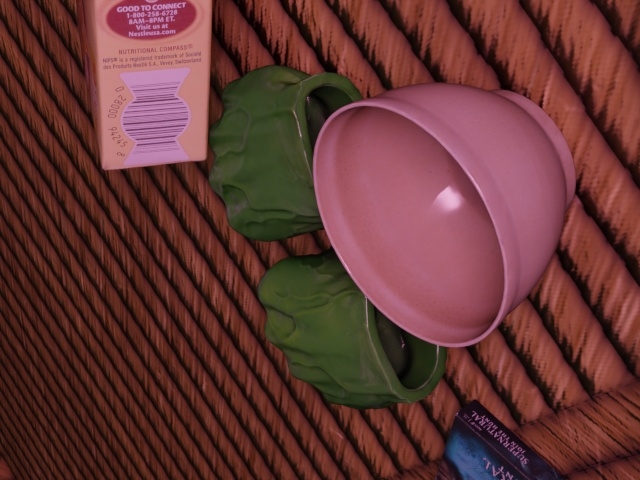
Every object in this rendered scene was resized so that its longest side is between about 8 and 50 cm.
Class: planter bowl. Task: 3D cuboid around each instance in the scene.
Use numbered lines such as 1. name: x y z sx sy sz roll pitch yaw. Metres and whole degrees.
1. planter bowl: 0.088 -0.031 0.722 0.162 0.109 0.162 35 142 33

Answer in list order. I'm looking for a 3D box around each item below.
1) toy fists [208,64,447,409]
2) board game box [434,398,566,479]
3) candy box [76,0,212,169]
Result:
1. toy fists: 0.000 0.000 0.895 0.142 0.096 0.279 -5 110 48
2. board game box: 0.168 0.225 0.907 0.186 0.026 0.126 41 144 28
3. candy box: -0.132 -0.227 0.827 0.316 0.087 0.183 99 159 -46
